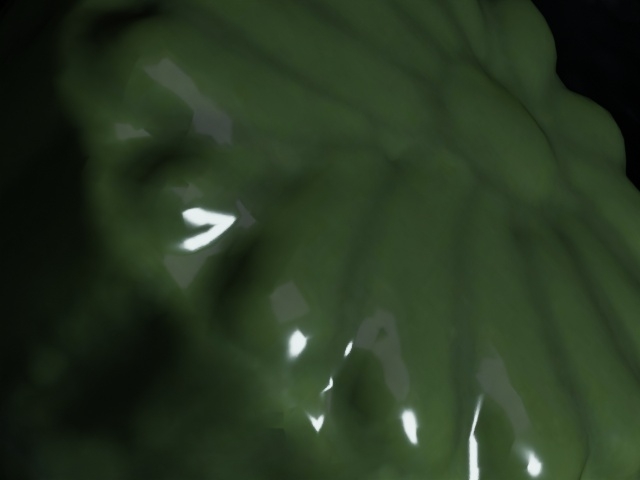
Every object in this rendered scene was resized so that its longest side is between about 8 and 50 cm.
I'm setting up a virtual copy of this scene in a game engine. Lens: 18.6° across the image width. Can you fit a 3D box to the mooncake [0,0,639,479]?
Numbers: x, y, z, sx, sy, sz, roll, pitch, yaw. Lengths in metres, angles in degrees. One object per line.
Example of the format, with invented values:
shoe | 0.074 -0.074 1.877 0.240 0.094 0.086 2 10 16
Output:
mooncake | 0.000 0.000 0.889 0.356 0.194 0.356 22 48 -27
